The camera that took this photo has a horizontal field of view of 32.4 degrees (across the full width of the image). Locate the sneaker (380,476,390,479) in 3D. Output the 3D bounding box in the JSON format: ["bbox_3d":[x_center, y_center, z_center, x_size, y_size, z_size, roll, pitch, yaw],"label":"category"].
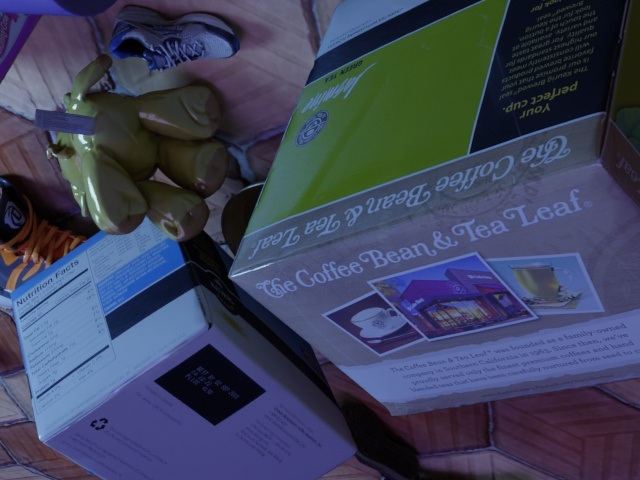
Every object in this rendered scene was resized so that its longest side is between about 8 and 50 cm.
[{"bbox_3d":[0.178,0.408,1.674,0.161,0.102,0.282,32,144,-23],"label":"sneaker"}]

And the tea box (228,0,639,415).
[{"bbox_3d":[0.151,-0.068,0.861,0.329,0.323,0.220,-17,131,42],"label":"tea box"}]

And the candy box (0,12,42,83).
[{"bbox_3d":[-0.371,-0.193,1.104,0.233,0.159,0.071,-18,131,43],"label":"candy box"}]

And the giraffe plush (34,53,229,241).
[{"bbox_3d":[-0.221,-0.091,1.184,0.210,0.181,0.170,24,168,-23],"label":"giraffe plush"}]

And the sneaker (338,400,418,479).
[{"bbox_3d":[0.065,0.305,1.635,0.071,0.066,0.188,-12,133,44],"label":"sneaker"}]

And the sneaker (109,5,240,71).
[{"bbox_3d":[-0.145,-0.189,1.082,0.135,0.058,0.052,8,143,17],"label":"sneaker"}]

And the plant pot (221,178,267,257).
[{"bbox_3d":[0.000,0.000,1.286,0.236,0.032,0.236,14,146,10],"label":"plant pot"}]

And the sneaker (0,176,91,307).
[{"bbox_3d":[-0.347,0.018,1.407,0.321,0.125,0.180,5,143,22],"label":"sneaker"}]

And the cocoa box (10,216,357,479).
[{"bbox_3d":[-0.156,0.157,1.300,0.231,0.228,0.347,-34,137,7],"label":"cocoa box"}]

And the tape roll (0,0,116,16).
[{"bbox_3d":[-0.221,-0.277,0.887,0.080,0.189,0.189,8,143,20],"label":"tape roll"}]

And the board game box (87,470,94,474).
[{"bbox_3d":[-0.294,0.298,1.785,0.224,0.097,0.303,12,145,13],"label":"board game box"}]
